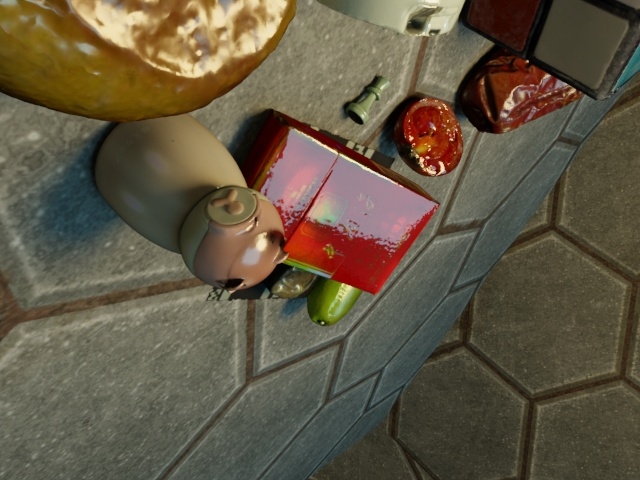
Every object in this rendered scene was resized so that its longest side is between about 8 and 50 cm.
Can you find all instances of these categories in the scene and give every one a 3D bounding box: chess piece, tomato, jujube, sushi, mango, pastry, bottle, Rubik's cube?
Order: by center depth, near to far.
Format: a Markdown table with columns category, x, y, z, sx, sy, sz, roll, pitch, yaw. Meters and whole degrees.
| category | x | y | z | sx | sy | sz | roll | pitch | yaw |
| --- | --- | --- | --- | --- | --- | --- | --- | --- | --- |
| pastry | -0.143 | -0.252 | 0.408 | 0.356 | 0.164 | 0.356 | -32 | 146 | -25 |
| bottle | -0.135 | -0.036 | 0.625 | 0.147 | 0.236 | 0.147 | -37 | 152 | -24 |
| Rubik's cube | 0.471 | -0.484 | 0.901 | 0.318 | 0.316 | 0.313 | -37 | 153 | -23 |
| chess piece | 0.086 | -0.245 | 0.934 | 0.093 | 0.042 | 0.042 | -53 | 156 | -9 |
| sushi | 0.000 | 0.000 | 1.016 | 0.296 | 0.100 | 0.373 | 7 | 121 | -52 |
| tomato | 0.206 | -0.202 | 1.102 | 0.139 | 0.159 | 0.091 | -41 | -164 | -19 |
| jujube | 0.474 | -0.371 | 1.228 | 0.342 | 0.216 | 0.216 | -32 | 152 | -9 |
| mango | 0.045 | 0.086 | 1.246 | 0.111 | 0.125 | 0.233 | 32 | 75 | -37 |

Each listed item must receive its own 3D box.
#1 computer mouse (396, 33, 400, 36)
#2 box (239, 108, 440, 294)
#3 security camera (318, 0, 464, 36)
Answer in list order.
| category | x | y | z | sx | sy | sz | roll | pitch | yaw |
| --- | --- | --- | --- | --- | --- | --- | --- | --- | --- |
| computer mouse | 0.172 | -0.393 | 0.842 | 0.182 | 0.056 | 0.089 | -46 | 155 | 14 |
| box | 0.014 | -0.048 | 0.871 | 0.313 | 0.089 | 0.197 | 21 | 111 | -33 |
| security camera | 0.099 | -0.372 | 0.607 | 0.194 | 0.194 | 0.236 | -23 | 140 | -44 |
